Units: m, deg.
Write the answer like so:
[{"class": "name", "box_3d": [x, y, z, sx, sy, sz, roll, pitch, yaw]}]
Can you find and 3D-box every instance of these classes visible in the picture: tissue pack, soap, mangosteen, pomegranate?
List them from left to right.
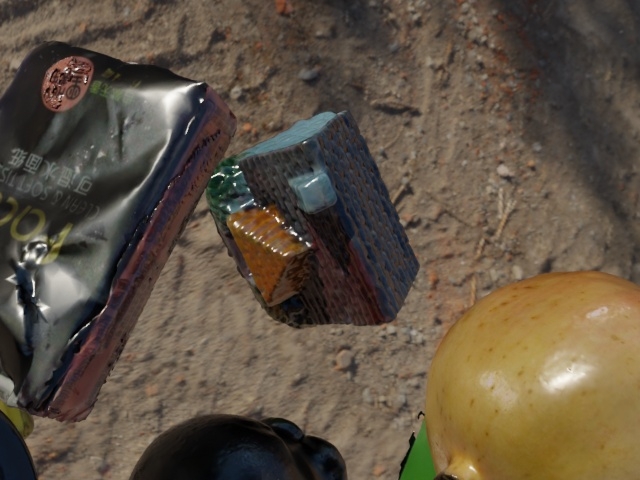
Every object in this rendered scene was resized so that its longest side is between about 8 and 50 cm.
[{"class": "soap", "box_3d": [-0.488, 0.248, 1.159, 0.045, 0.089, 0.140, -14, 92, -29]}, {"class": "tissue pack", "box_3d": [-0.245, -0.022, 0.690, 0.332, 0.245, 0.123, -63, 150, -9]}, {"class": "mangosteen", "box_3d": [-0.107, 0.376, 1.001, 0.314, 0.297, 0.296, -11, 84, -13]}, {"class": "pomegranate", "box_3d": [0.157, 0.115, 0.450, 0.191, 0.191, 0.191, 9, 74, -31]}]

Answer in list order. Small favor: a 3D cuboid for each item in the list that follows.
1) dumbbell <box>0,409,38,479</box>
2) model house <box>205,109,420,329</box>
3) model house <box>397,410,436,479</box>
[{"class": "dumbbell", "box_3d": [-0.247, 0.137, 0.357, 0.143, 0.326, 0.143, 12, 74, -50]}, {"class": "model house", "box_3d": [0.000, 0.000, 1.192, 0.298, 0.339, 0.360, -25, 103, -6]}, {"class": "model house", "box_3d": [0.263, 0.364, 0.881, 0.313, 0.242, 0.357, 13, 105, -18]}]
